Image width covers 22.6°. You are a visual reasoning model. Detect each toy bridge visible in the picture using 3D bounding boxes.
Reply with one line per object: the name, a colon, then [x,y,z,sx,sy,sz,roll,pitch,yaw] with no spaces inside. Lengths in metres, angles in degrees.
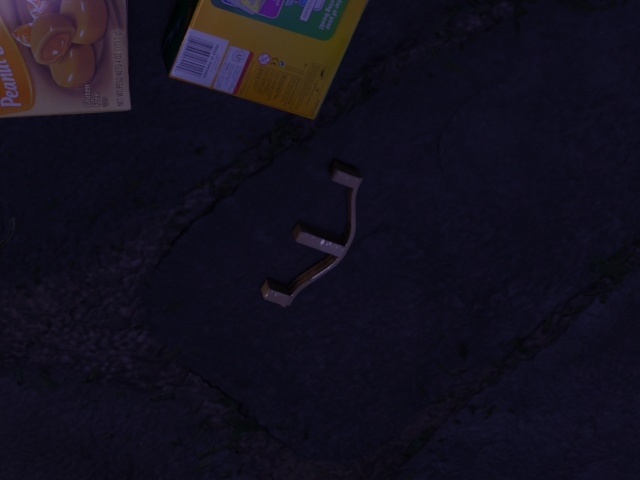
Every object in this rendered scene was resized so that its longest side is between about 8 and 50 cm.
toy bridge: [0.000,0.000,1.799,0.063,0.026,0.188,19,115,-23]

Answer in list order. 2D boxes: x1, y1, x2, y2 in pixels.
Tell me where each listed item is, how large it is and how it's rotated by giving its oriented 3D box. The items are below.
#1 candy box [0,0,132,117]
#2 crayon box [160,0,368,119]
candy box: [-0.346,-0.214,1.554,0.316,0.087,0.183,-5,119,-10]
crayon box: [-0.034,-0.273,1.593,0.165,0.081,0.278,15,116,-21]
